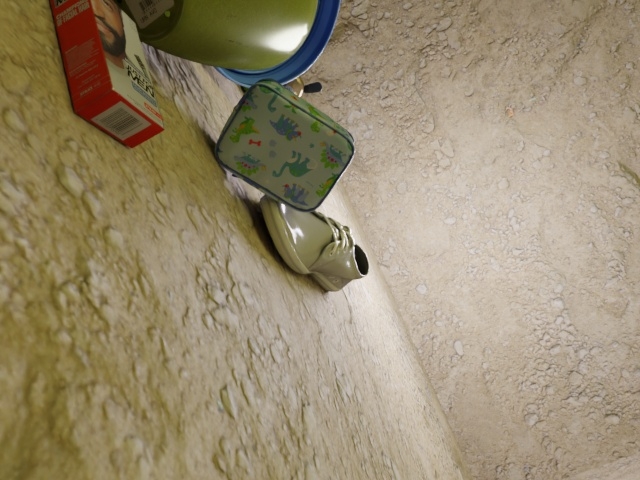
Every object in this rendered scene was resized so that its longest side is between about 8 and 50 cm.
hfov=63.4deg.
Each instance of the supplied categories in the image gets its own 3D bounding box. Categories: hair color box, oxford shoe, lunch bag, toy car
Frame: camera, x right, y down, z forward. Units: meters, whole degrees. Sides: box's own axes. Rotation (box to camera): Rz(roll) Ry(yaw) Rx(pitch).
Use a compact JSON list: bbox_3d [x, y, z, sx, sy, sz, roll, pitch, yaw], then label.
[{"bbox_3d":[-0.238,-0.200,0.582,0.167,0.053,0.093,68,11,20],"label":"hair color box"},{"bbox_3d":[0.000,0.000,1.120,0.449,0.130,0.169,41,29,-62],"label":"oxford shoe"},{"bbox_3d":[-0.064,-0.162,0.913,0.218,0.176,0.090,30,21,-12],"label":"lunch bag"},{"bbox_3d":[-0.096,-0.413,1.421,0.155,0.188,0.149,59,11,-28],"label":"toy car"}]

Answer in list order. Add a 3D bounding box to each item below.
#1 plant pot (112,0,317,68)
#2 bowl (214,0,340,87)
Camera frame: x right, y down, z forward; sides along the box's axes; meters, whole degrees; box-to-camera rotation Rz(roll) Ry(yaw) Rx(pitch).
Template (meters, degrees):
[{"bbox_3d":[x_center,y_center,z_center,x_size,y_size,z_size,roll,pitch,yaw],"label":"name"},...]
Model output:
[{"bbox_3d":[-0.183,-0.393,0.812,0.275,0.274,0.293,63,30,-13],"label":"plant pot"},{"bbox_3d":[-0.120,-0.532,1.120,0.077,0.391,0.391,37,-9,37],"label":"bowl"}]
